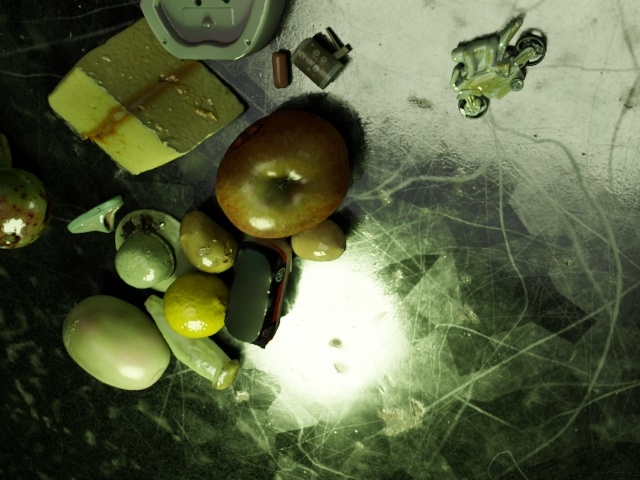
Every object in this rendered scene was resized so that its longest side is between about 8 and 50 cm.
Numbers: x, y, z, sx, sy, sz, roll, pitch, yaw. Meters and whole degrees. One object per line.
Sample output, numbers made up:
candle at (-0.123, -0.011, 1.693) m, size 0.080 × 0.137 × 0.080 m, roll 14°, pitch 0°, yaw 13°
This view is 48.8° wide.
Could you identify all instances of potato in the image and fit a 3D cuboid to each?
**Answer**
potato at (-0.003, 0.000, 1.705) m, size 0.147 × 0.112 × 0.112 m, roll -3°, pitch 114°, yaw 29°
potato at (-0.292, 0.009, 1.800) m, size 0.176 × 0.137 × 0.137 m, roll 40°, pitch 121°, yaw 0°

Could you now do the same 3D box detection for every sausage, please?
sausage at (-0.091, -0.383, 1.589) m, size 0.034 × 0.034 × 0.083 m, roll 6°, pitch 118°, yaw 17°

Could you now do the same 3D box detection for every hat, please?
hat at (-0.465, 0.053, 1.880) m, size 0.257 × 0.130 × 0.257 m, roll 8°, pitch 116°, yaw 16°

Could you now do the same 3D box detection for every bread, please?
bread at (-0.449, -0.335, 1.749) m, size 0.345 × 0.242 × 0.405 m, roll 50°, pitch 153°, yaw -12°

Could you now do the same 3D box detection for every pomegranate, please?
pomegranate at (-0.868, -0.119, 1.903) m, size 0.306 × 0.242 × 0.242 m, roll 50°, pitch 122°, yaw 16°

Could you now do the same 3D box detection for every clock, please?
clock at (-0.235, -0.552, 1.520) m, size 0.339 × 0.102 × 0.338 m, roll 8°, pitch 116°, yaw 16°

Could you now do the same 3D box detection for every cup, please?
cup at (-0.001, -0.395, 1.526) m, size 0.099 × 0.074 × 0.102 m, roll 41°, pitch 121°, yaw -2°

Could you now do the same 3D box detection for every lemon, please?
lemon at (-0.327, 0.169, 1.856) m, size 0.203 × 0.178 × 0.178 m, roll -19°, pitch 108°, yaw 47°

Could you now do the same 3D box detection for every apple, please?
apple at (-0.088, -0.138, 1.582) m, size 0.277 × 0.250 × 0.309 m, roll 40°, pitch 119°, yaw -1°

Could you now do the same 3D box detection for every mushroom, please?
mushroom at (-0.370, 0.289, 1.984) m, size 0.333 × 0.087 × 0.107 m, roll 39°, pitch 102°, yaw 1°

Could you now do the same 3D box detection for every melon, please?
melon at (-0.574, 0.285, 1.977) m, size 0.317 × 0.223 × 0.223 m, roll 38°, pitch 121°, yaw -2°

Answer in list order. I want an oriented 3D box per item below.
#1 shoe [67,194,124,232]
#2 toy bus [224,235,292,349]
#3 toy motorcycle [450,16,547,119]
shoe at (-0.596, -0.052, 1.905) m, size 0.195 × 0.079 × 0.078 m, roll -30°, pitch 94°, yaw 25°
toy bus at (-0.155, 0.121, 1.789) m, size 0.128 × 0.147 × 0.302 m, roll 18°, pitch 118°, yaw 13°
toy motorcycle at (0.338, -0.352, 1.428) m, size 0.151 × 0.074 × 0.229 m, roll 39°, pitch 130°, yaw -7°
